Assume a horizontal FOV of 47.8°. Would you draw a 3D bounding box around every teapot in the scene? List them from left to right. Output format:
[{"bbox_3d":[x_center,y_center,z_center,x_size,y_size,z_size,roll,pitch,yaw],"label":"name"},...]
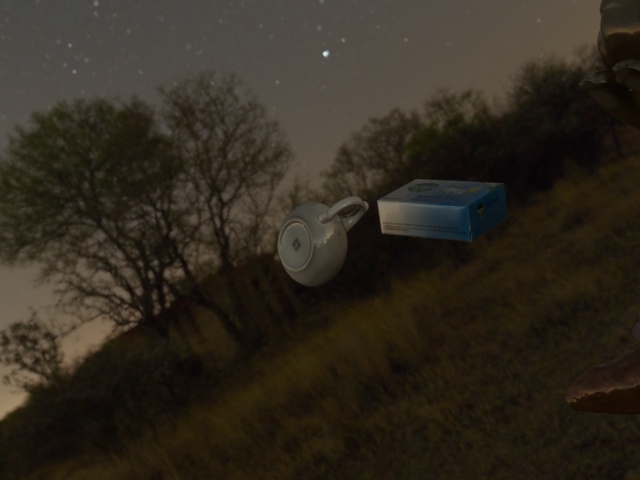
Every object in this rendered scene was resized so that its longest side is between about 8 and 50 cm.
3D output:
[{"bbox_3d":[0.000,0.000,1.812,0.166,0.208,0.300,20,-53,-42],"label":"teapot"}]

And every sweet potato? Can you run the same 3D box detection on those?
[{"bbox_3d":[0.430,0.175,0.933,0.252,0.097,0.097,-25,1,39],"label":"sweet potato"}]

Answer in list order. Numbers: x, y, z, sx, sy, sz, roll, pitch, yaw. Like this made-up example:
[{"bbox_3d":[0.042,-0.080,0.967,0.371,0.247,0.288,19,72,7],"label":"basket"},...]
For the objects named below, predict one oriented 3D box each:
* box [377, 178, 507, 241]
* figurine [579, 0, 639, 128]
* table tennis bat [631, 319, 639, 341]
[{"bbox_3d":[0.224,-0.058,1.332,0.194,0.073,0.139,6,25,41],"label":"box"},{"bbox_3d":[0.403,-0.188,0.743,0.173,0.247,0.177,-55,-16,-4],"label":"figurine"},{"bbox_3d":[0.755,0.199,1.656,0.083,0.050,0.007,-41,-19,11],"label":"table tennis bat"}]
